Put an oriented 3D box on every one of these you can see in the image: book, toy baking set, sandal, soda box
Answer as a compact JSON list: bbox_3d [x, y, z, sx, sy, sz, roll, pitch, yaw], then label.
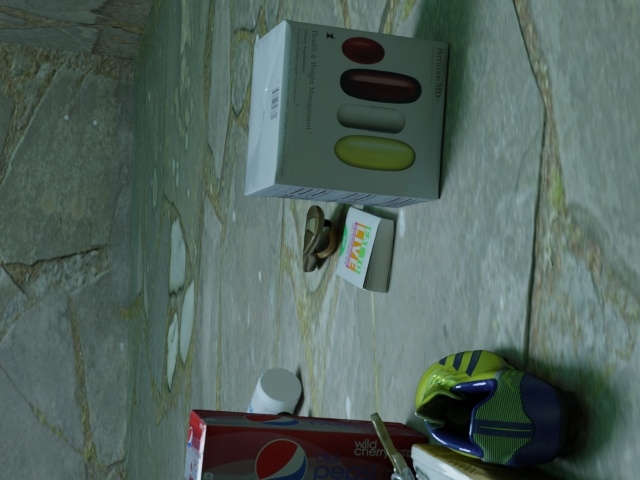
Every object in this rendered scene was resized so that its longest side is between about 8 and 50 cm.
[{"bbox_3d":[0.060,0.010,1.686,0.144,0.035,0.096,-156,76,-74],"label":"book"},{"bbox_3d":[0.099,0.284,1.299,0.196,0.030,0.256,64,176,-26],"label":"toy baking set"},{"bbox_3d":[0.000,0.000,1.865,0.180,0.049,0.072,98,178,-69],"label":"sandal"},{"bbox_3d":[-0.017,0.247,1.451,0.092,0.263,0.083,-169,85,-73],"label":"soda box"}]

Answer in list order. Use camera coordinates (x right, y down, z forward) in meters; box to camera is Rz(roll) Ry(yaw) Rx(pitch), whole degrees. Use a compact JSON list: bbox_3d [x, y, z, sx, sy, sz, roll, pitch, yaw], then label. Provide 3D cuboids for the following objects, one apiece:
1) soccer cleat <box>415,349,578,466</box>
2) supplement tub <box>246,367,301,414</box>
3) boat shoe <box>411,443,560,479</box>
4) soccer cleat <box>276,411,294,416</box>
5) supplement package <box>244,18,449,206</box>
[{"bbox_3d":[0.136,0.153,1.216,0.289,0.121,0.093,-178,93,-74],"label":"soccer cleat"},{"bbox_3d":[-0.075,0.257,1.985,0.071,0.071,0.107,-101,23,-44],"label":"supplement tub"},{"bbox_3d":[0.153,0.251,1.173,0.277,0.098,0.096,-169,85,-72],"label":"boat shoe"},{"bbox_3d":[-0.026,0.316,1.842,0.072,0.060,0.179,-57,37,39],"label":"soccer cleat"},{"bbox_3d":[0.029,-0.145,1.527,0.149,0.203,0.194,172,102,-73],"label":"supplement package"}]
